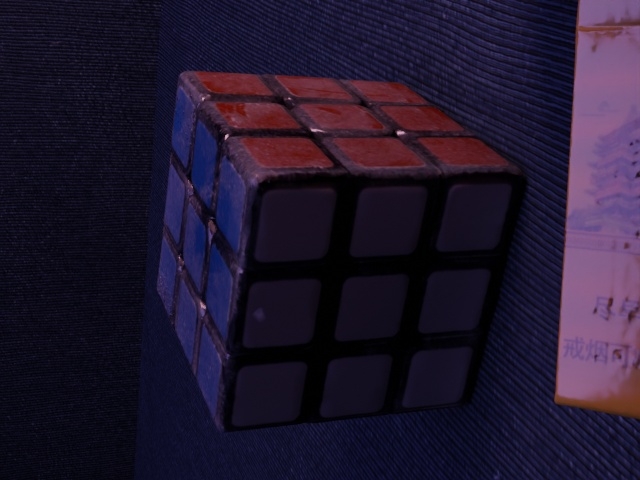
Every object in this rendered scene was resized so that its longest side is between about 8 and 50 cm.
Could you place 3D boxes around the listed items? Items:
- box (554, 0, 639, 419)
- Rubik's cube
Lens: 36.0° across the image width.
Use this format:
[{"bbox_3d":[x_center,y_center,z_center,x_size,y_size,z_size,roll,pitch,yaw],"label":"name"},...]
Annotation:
[{"bbox_3d":[0.240,-0.026,0.583,0.174,0.076,0.274,6,97,33],"label":"box"},{"bbox_3d":[0.000,0.000,1.109,0.305,0.303,0.301,-124,39,-55],"label":"Rubik's cube"}]
